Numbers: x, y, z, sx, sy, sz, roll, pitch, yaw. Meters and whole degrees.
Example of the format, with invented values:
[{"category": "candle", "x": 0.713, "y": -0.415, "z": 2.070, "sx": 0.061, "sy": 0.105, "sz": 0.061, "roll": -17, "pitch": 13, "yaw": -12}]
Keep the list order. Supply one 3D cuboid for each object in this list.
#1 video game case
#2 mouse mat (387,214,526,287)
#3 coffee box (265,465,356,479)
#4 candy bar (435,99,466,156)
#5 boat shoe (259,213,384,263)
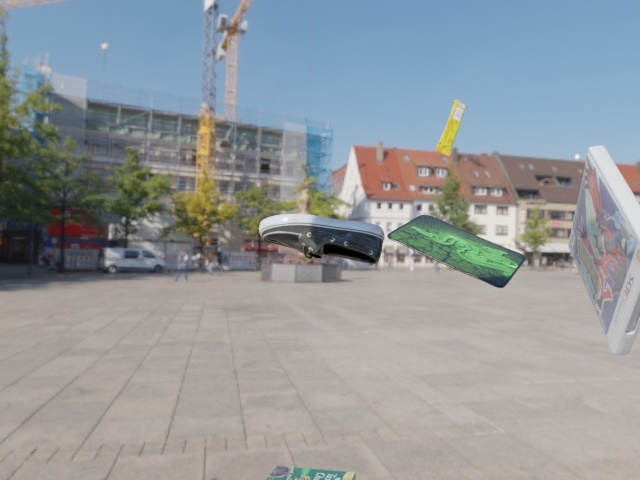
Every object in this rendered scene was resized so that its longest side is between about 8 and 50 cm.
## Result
[{"category": "video game case", "x": 0.365, "y": 0.011, "z": 0.644, "sx": 0.023, "sy": 0.201, "sz": 0.183, "roll": -5, "pitch": -47, "yaw": 10}, {"category": "mouse mat", "x": 0.215, "y": 0.010, "z": 0.796, "sx": 0.190, "sy": 0.007, "sz": 0.153, "roll": 27, "pitch": 29, "yaw": 25}, {"category": "coffee box", "x": -0.024, "y": 0.519, "z": 1.059, "sx": 0.184, "sy": 0.040, "sz": 0.113, "roll": -2, "pitch": 1, "yaw": 17}, {"category": "candy bar", "x": 0.325, "y": -0.281, "z": 1.252, "sx": 0.040, "sy": 0.161, "sz": 0.018, "roll": 26, "pitch": -20, "yaw": -7}, {"category": "boat shoe", "x": 0.000, "y": 0.000, "z": 0.564, "sx": 0.142, "sy": 0.040, "sz": 0.049, "roll": 4, "pitch": -27, "yaw": 5}]
